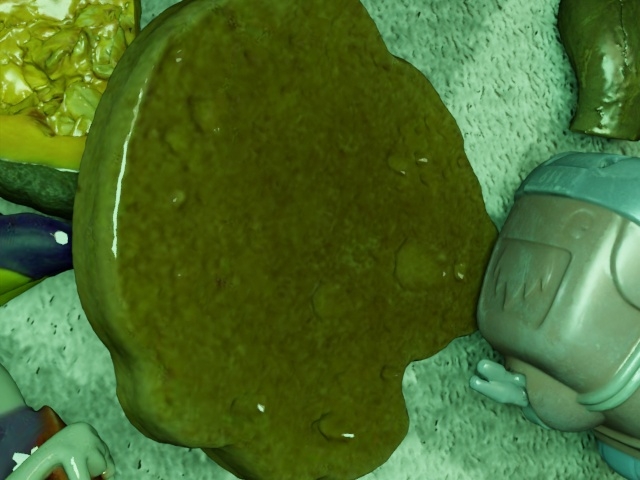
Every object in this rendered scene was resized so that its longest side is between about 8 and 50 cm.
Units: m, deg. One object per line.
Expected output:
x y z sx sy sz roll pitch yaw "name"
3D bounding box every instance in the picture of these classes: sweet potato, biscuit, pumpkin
0.274 -0.222 0.835 0.112 0.085 0.286 35 58 -43 "sweet potato"
0.000 0.000 0.648 0.381 0.074 0.359 21 81 -44 "biscuit"
-0.194 -0.119 0.667 0.131 0.126 0.248 -1 62 -8 "pumpkin"

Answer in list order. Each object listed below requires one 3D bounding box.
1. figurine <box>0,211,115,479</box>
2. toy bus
-0.234 0.176 0.583 0.193 0.154 0.421 -4 81 -11 "figurine"
0.263 0.069 0.712 0.294 0.197 0.232 32 84 -21 "toy bus"
